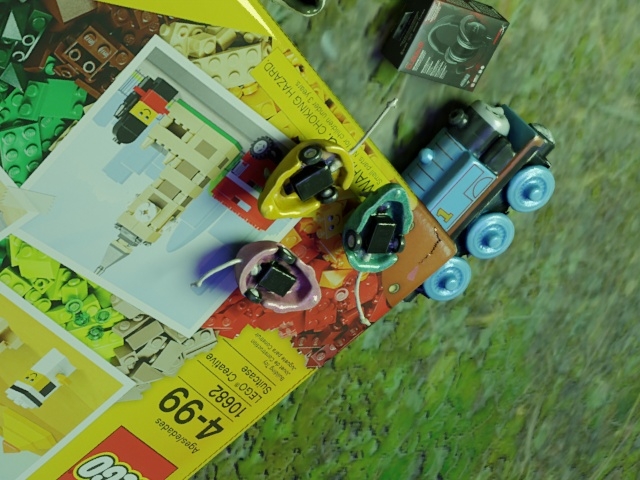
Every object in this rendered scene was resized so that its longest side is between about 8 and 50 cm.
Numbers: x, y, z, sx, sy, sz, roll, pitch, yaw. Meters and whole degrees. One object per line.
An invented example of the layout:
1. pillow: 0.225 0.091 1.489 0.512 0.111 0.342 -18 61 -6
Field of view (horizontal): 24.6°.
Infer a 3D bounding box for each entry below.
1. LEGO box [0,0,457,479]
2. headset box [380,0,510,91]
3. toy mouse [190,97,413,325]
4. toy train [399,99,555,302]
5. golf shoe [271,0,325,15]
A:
1. LEGO box: -0.206 -0.059 0.898 0.372 0.193 0.500 -41 132 3
2. headset box: 0.090 -0.152 1.099 0.083 0.032 0.062 11 118 -36
3. toy mouse: 0.000 0.000 0.903 0.161 0.031 0.143 -34 132 -3
4. toy train: 0.103 -0.032 1.167 0.105 0.080 0.184 35 103 -35
5. golf shoe: -0.046 -0.215 0.943 0.069 0.086 0.176 -40 131 6
